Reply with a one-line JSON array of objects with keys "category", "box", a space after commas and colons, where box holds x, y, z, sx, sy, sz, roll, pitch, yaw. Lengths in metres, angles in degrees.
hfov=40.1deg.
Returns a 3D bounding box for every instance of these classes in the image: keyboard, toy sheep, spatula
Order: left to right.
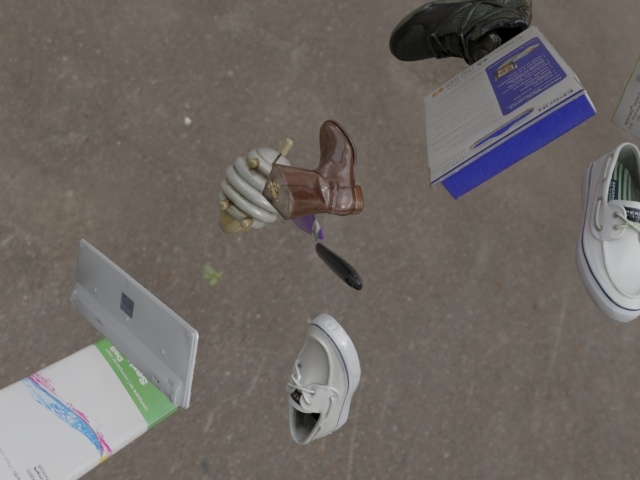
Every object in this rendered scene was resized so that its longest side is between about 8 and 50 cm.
[{"category": "keyboard", "box": [-0.182, 0.070, 0.829, 0.014, 0.072, 0.256, 5, 15, -39]}, {"category": "toy sheep", "box": [-0.071, -0.061, 0.998, 0.091, 0.132, 0.091, 39, 12, -10]}, {"category": "spatula", "box": [0.000, 0.000, 1.235, 0.084, 0.030, 0.296, 66, -6, -30]}]

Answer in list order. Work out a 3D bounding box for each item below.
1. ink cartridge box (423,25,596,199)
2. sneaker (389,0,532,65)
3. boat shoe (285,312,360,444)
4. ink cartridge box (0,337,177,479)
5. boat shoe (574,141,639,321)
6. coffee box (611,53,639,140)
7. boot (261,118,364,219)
[{"category": "ink cartridge box", "box": [0.208, -0.148, 1.012, 0.069, 0.176, 0.371, 54, 18, -13]}, {"category": "sneaker", "box": [0.209, -0.307, 1.336, 0.130, 0.228, 0.087, -79, 152, -43]}, {"category": "boat shoe", "box": [-0.004, 0.209, 1.239, 0.084, 0.258, 0.095, -32, 52, -28]}, {"category": "ink cartridge box", "box": [-0.316, 0.221, 0.917, 0.117, 0.201, 0.278, 57, 27, 3]}, {"category": "boat shoe", "box": [0.341, -0.019, 1.007, 0.083, 0.075, 0.226, 11, 54, -11]}, {"category": "coffee box", "box": [0.622, -0.235, 1.026, 0.338, 0.338, 0.334, -20, 47, -35]}, {"category": "boot", "box": [-0.013, -0.071, 0.841, 0.114, 0.037, 0.106, -4, 70, -44]}]
